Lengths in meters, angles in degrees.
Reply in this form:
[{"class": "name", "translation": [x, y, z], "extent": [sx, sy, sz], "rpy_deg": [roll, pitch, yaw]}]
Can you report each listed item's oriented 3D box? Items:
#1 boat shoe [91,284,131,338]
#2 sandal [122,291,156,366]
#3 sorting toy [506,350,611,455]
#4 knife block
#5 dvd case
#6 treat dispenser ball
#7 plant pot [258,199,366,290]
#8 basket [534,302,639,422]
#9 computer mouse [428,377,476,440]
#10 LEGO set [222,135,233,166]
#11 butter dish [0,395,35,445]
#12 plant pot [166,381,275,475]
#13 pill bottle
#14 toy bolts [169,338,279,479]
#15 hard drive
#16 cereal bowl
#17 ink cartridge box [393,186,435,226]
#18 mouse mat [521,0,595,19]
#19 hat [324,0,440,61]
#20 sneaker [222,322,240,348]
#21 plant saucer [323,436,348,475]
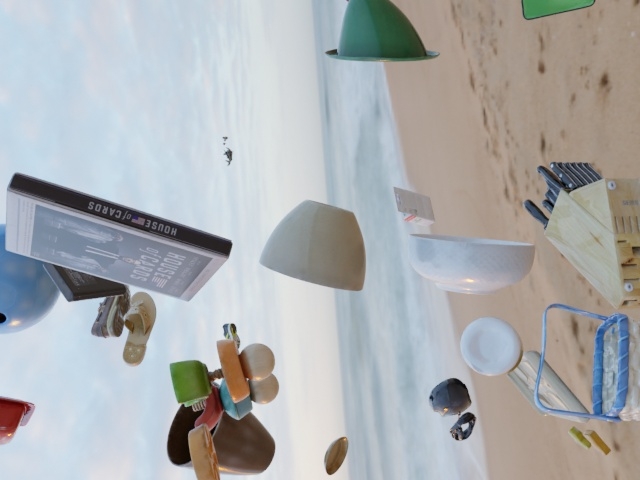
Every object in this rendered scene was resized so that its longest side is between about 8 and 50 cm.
[{"class": "boat shoe", "translation": [-0.459, 0.146, 1.345], "extent": [0.178, 0.060, 0.064], "rpy_deg": [-96, -2, -57]}, {"class": "sandal", "translation": [-0.527, 0.237, 1.767], "extent": [0.079, 0.088, 0.240], "rpy_deg": [105, 167, -56]}, {"class": "sorting toy", "translation": [0.588, 0.397, 1.544], "extent": [0.307, 0.041, 0.229], "rpy_deg": [50, 167, 6]}, {"class": "knife block", "translation": [0.453, -0.012, 1.055], "extent": [0.242, 0.088, 0.275], "rpy_deg": [142, 125, -71]}, {"class": "dvd case", "translation": [-0.245, 0.006, 0.730], "extent": [0.179, 0.239, 0.029], "rpy_deg": [-40, 36, 56]}, {"class": "treat dispenser ball", "translation": [-0.827, 0.099, 1.598], "extent": [0.288, 0.288, 0.288], "rpy_deg": [-4, -90, -89]}, {"class": "plant pot", "translation": [0.000, 0.000, 1.602], "extent": [0.284, 0.284, 0.191], "rpy_deg": [-85, 10, -86]}, {"class": "basket", "translation": [0.637, 0.287, 1.372], "extent": [0.201, 0.289, 0.255], "rpy_deg": [85, -160, -65]}, {"class": "computer mouse", "translation": [0.242, 0.311, 1.079], "extent": [0.041, 0.071, 0.242], "rpy_deg": [62, -179, 41]}, {"class": "LEGO set", "translation": [-0.253, -0.248, 1.696], "extent": [0.054, 0.023, 0.083], "rpy_deg": [-80, -15, -61]}, {"class": "butter dish", "translation": [-0.762, 0.431, 1.412], "extent": [0.160, 0.160, 0.118], "rpy_deg": [-46, 33, 43]}, {"class": "plant pot", "translation": [-0.231, 0.505, 1.560], "extent": [0.230, 0.215, 0.215], "rpy_deg": [37, -149, -31]}, {"class": "pill bottle", "translation": [0.321, 0.199, 1.135], "extent": [0.184, 0.103, 0.103], "rpy_deg": [31, -128, -67]}, {"class": "toy bolts", "translation": [-0.138, 0.278, 1.019], "extent": [0.228, 0.158, 0.218], "rpy_deg": [107, 148, -75]}, {"class": "hard drive", "translation": [-0.443, 0.070, 1.161], "extent": [0.094, 0.022, 0.135], "rpy_deg": [48, -160, 17]}, {"class": "cereal bowl", "translation": [0.397, 0.064, 1.649], "extent": [0.339, 0.339, 0.141], "rpy_deg": [-83, -2, -86]}, {"class": "ink cartridge box", "translation": [0.193, -0.072, 1.310], "extent": [0.029, 0.115, 0.063], "rpy_deg": [-33, 56, 43]}, {"class": "mouse mat", "translation": [0.502, -0.575, 1.306], "extent": [0.007, 0.152, 0.189], "rpy_deg": [-72, -31, -47]}, {"class": "hat", "translation": [0.085, -0.377, 0.941], "extent": [0.173, 0.208, 0.183], "rpy_deg": [-102, 11, -68]}, {"class": "sneaker", "translation": [-0.227, 0.246, 1.555], "extent": [0.031, 0.035, 0.083], "rpy_deg": [-23, -68, -51]}, {"class": "plant saucer", "translation": [0.029, 0.445, 1.272], "extent": [0.083, 0.015, 0.083], "rpy_deg": [-29, -53, -48]}]
